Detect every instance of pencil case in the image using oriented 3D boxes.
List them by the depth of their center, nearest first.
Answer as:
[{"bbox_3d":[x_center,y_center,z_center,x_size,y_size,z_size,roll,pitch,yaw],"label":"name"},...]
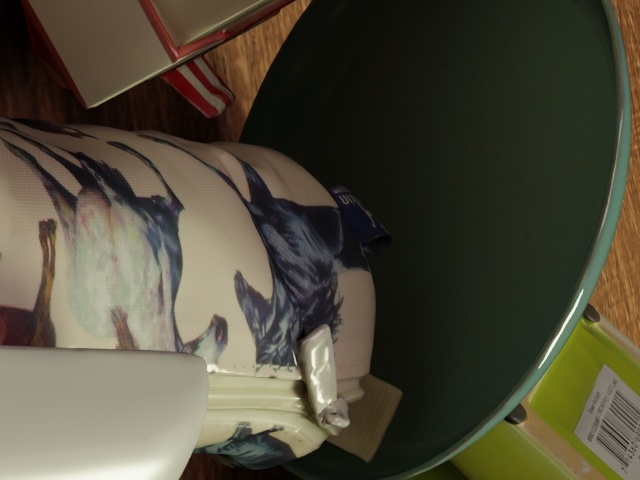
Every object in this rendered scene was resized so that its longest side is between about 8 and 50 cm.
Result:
[{"bbox_3d":[-0.120,0.026,0.566,0.410,0.184,0.159,5,106,-62],"label":"pencil case"}]

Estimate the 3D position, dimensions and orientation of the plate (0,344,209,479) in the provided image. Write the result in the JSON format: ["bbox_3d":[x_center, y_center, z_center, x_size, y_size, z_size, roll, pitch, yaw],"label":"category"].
[{"bbox_3d":[-0.168,0.145,0.408,0.277,0.045,0.278,-54,154,13],"label":"plate"}]

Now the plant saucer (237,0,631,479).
[{"bbox_3d":[0.049,-0.024,0.766,0.044,0.318,0.317,18,66,-35],"label":"plant saucer"}]

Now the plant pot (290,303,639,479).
[{"bbox_3d":[0.119,0.167,0.866,0.227,0.207,0.228,43,33,3],"label":"plant pot"}]

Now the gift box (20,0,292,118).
[{"bbox_3d":[-0.042,-0.207,0.662,0.255,0.258,0.276,63,13,-3],"label":"gift box"}]
